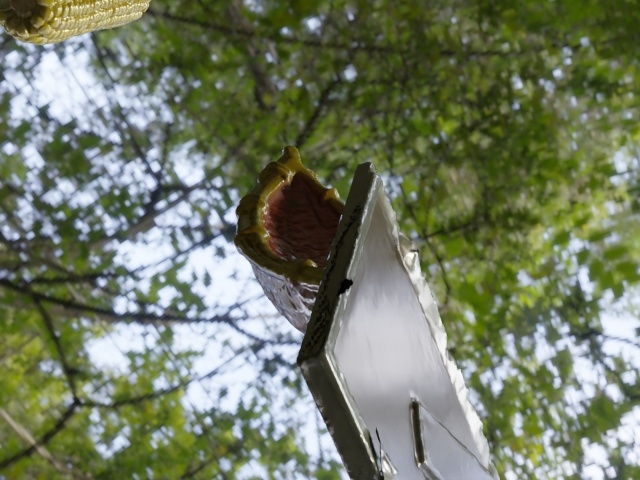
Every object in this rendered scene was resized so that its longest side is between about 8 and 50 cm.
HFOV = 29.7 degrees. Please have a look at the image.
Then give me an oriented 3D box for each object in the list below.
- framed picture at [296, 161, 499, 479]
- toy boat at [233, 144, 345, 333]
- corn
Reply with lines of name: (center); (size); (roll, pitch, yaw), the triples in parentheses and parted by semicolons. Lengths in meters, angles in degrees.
framed picture: (0.062, 0.118, 0.635); (0.019, 0.281, 0.209); (-16, -158, 17)
toy boat: (-0.002, 0.007, 0.992); (0.141, 0.099, 0.318); (13, -164, -16)
corn: (-0.263, -0.269, 1.308); (0.093, 0.093, 0.244); (-9, -167, 21)
